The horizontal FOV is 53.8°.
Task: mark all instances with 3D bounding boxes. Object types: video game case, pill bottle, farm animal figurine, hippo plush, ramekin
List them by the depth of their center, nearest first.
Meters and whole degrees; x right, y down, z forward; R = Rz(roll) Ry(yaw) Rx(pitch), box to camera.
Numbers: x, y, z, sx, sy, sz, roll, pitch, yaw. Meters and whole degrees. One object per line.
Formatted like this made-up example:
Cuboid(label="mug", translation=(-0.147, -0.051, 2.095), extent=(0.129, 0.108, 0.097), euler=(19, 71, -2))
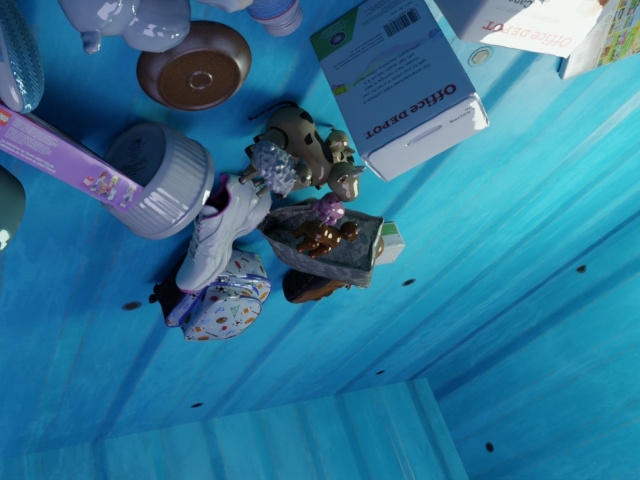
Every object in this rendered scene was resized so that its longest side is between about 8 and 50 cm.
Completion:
Cuboid(label="hippo plush", translation=(-0.223, -0.321, 0.771), extent=(0.294, 0.234, 0.236), euler=(4, 144, -41))
Cuboid(label="pill bottle", translation=(-0.081, -0.377, 0.927), extent=(0.087, 0.087, 0.160), euler=(-24, 153, 7))
Cuboid(label="ramekin", translation=(-0.306, -0.115, 1.138), extent=(0.207, 0.207, 0.109), euler=(-29, 144, 16))
Cuboid(label="farm animal figurine", translation=(-0.003, -0.148, 1.275), extent=(0.172, 0.330, 0.327), euler=(-29, 124, 21))
Cuboid(label="video game case", translation=(0.627, -0.455, 1.347), extent=(0.206, 0.026, 0.227), euler=(-20, 152, -1))

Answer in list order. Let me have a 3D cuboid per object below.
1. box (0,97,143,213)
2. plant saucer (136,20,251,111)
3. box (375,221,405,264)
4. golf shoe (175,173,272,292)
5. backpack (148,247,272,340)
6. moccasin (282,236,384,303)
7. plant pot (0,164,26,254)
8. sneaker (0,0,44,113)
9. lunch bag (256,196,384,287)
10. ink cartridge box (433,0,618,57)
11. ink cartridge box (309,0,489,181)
Cuboid(label="box", translation=(-0.437, -0.155, 0.969), extent=(0.057, 0.201, 0.293), euler=(-56, 149, -2))
Cuboid(label="plant saucer", translation=(-0.209, -0.282, 1.073), extent=(0.199, 0.036, 0.198), euler=(-16, 152, -9))
Cuboid(label="box", translation=(0.171, 0.011, 1.824), extent=(0.101, 0.087, 0.102), euler=(-8, 151, -24))
Cuboid(label="golf shoe", translation=(-0.246, -0.021, 1.409), extent=(0.140, 0.115, 0.306), euler=(32, 98, -44))
Cuboid(label="backpack", translation=(-0.258, 0.132, 1.636), extent=(0.263, 0.213, 0.276), euler=(-2, 148, -47))
Cuboid(label="moccasin", translation=(0.050, 0.083, 1.814), extent=(0.147, 0.139, 0.380), euler=(6, 143, -40))
Cuboid(label="plant pot", translation=(-0.631, -0.073, 0.911), extent=(0.293, 0.293, 0.235), euler=(-22, 138, 3))
Cuboid(label="sneaker", translation=(-0.431, -0.266, 0.796), extent=(0.092, 0.228, 0.087), euler=(-19, -164, 7))
Cuboid(label="lunch bag", translation=(0.000, 0.000, 1.549), extent=(0.287, 0.169, 0.235), euler=(13, 168, 7))
Cuboid(label="ink cartridge box", translation=(0.386, -0.486, 0.969), extent=(0.279, 0.160, 0.384), euler=(-3, 148, -32))
Cuboid(label="ink cartridge box", translation=(0.128, -0.269, 1.062), extent=(0.201, 0.278, 0.117), euler=(-28, 152, 16))
